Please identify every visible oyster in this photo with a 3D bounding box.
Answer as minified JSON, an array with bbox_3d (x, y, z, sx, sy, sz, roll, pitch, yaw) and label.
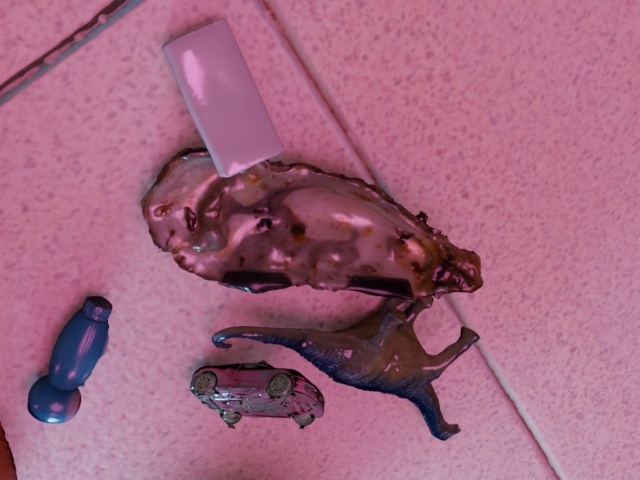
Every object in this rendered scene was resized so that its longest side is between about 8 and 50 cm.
[{"bbox_3d":[0.001,-0.003,0.951,0.344,0.078,0.129,13,98,-21],"label":"oyster"}]

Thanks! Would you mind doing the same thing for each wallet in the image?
[{"bbox_3d":[-0.081,-0.119,0.851,0.061,0.025,0.122,-26,102,-8],"label":"wallet"}]

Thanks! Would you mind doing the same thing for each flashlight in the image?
[{"bbox_3d":[-0.228,0.110,0.931,0.051,0.051,0.129,16,107,-33],"label":"flashlight"}]

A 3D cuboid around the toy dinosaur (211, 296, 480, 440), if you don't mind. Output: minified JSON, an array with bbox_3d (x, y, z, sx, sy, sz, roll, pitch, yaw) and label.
[{"bbox_3d":[0.063,0.118,1.061,0.362,0.076,0.147,25,110,-38],"label":"toy dinosaur"}]

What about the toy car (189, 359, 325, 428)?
[{"bbox_3d":[-0.060,0.147,0.997,0.142,0.055,0.069,-3,144,26],"label":"toy car"}]

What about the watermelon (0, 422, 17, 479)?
[{"bbox_3d":[-0.332,0.242,0.925,0.137,0.192,0.145,-47,151,-56],"label":"watermelon"}]
